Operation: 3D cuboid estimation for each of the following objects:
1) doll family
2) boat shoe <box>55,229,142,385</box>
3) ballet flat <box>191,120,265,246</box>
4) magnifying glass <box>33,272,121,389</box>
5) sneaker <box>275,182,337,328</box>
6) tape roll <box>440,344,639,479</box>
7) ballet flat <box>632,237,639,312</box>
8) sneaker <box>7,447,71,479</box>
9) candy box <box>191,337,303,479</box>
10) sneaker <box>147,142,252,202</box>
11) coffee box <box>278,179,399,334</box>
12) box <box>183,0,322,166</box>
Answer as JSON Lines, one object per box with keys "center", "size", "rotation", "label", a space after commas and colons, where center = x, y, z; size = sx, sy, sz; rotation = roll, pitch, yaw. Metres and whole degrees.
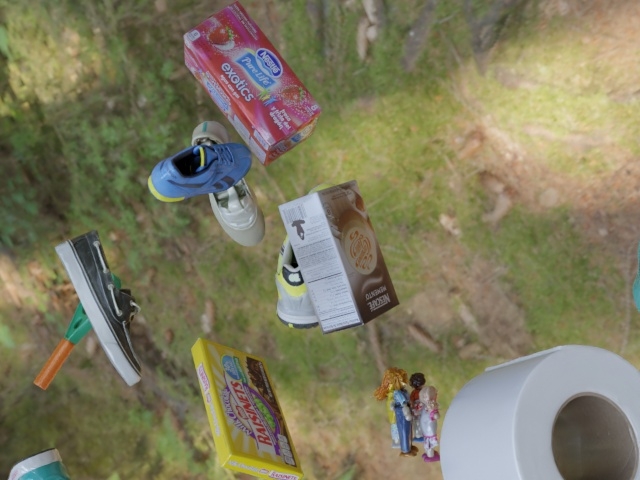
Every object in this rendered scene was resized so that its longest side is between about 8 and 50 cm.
{"center": [0.161, 0.325, 1.842], "size": [0.263, 0.118, 0.163], "rotation": [-176, 81, -88], "label": "doll family"}
{"center": [-0.288, 0.092, 1.315], "size": [0.219, 0.070, 0.078], "rotation": [65, 165, -3], "label": "boat shoe"}
{"center": [-0.166, -0.092, 1.706], "size": [0.086, 0.086, 0.249], "rotation": [8, 126, 59], "label": "ballet flat"}
{"center": [-0.425, 0.157, 1.672], "size": [0.026, 0.231, 0.092], "rotation": [43, 163, -32], "label": "magnifying glass"}
{"center": [0.000, 0.000, 1.937], "size": [0.145, 0.385, 0.147], "rotation": [3, 132, 7], "label": "sneaker"}
{"center": [0.296, 0.266, 1.202], "size": [0.246, 0.246, 0.169], "rotation": [58, 151, 2], "label": "tape roll"}
{"center": [0.576, 0.049, 1.633], "size": [0.083, 0.247, 0.087], "rotation": [-2, 121, 18], "label": "ballet flat"}
{"center": [-0.492, 0.503, 1.743], "size": [0.179, 0.123, 0.295], "rotation": [63, 153, 18], "label": "sneaker"}
{"center": [-0.091, 0.204, 1.155], "size": [0.027, 0.105, 0.206], "rotation": [-56, 33, 21], "label": "candy box"}
{"center": [-0.169, -0.117, 1.480], "size": [0.082, 0.209, 0.069], "rotation": [-40, 79, 43], "label": "sneaker"}
{"center": [0.035, 0.029, 1.725], "size": [0.098, 0.141, 0.247], "rotation": [-18, 92, 36], "label": "coffee box"}
{"center": [-0.124, -0.279, 1.712], "size": [0.257, 0.122, 0.128], "rotation": [52, 166, 6], "label": "box"}
